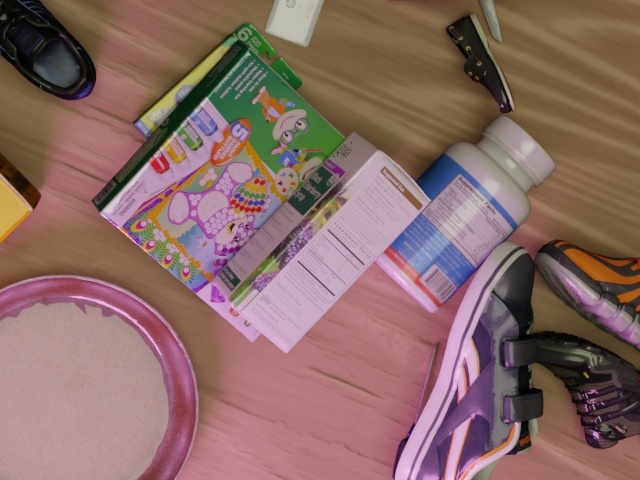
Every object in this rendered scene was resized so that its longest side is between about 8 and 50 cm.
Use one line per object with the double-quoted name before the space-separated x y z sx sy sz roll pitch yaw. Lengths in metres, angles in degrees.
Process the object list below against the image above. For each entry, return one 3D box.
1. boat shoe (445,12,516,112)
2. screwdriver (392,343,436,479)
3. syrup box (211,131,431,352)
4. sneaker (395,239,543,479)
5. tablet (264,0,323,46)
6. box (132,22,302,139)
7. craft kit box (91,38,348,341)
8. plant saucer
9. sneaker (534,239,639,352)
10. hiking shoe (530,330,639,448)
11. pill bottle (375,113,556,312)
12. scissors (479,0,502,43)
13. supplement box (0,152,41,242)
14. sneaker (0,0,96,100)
"boat shoe" 0.186 -0.199 1.956 0.042 0.049 0.133 -26 69 4
"screwdriver" 0.119 0.207 2.025 0.025 0.024 0.170 20 92 20
"syrup box" 0.000 0.000 1.888 0.237 0.093 0.096 -47 115 0
"sneaker" 0.202 0.165 1.950 0.127 0.126 0.321 26 106 24
"tablet" -0.026 -0.270 1.960 0.054 0.006 0.083 19 93 -9
"box" -0.114 -0.156 1.944 0.179 0.043 0.105 -43 101 -3
"craft kit box" -0.085 -0.053 1.923 0.246 0.061 0.250 41 91 -28
"plant saucer" -0.295 0.190 1.957 0.310 0.050 0.311 -1 97 -6
"sneaker" 0.410 0.045 2.005 0.321 0.124 0.180 32 88 -20
"hiking shoe" 0.332 0.188 2.017 0.226 0.086 0.114 24 93 -8
"pill bottle" 0.162 -0.035 1.951 0.124 0.124 0.221 44 89 -10
"scissors" 0.170 -0.379 1.964 0.109 0.021 0.297 -34 98 -3
"supplement box" -0.497 0.015 1.837 0.356 0.194 0.195 -45 99 0
"sneaker" -0.339 -0.244 1.881 0.232 0.090 0.081 40 90 -10
